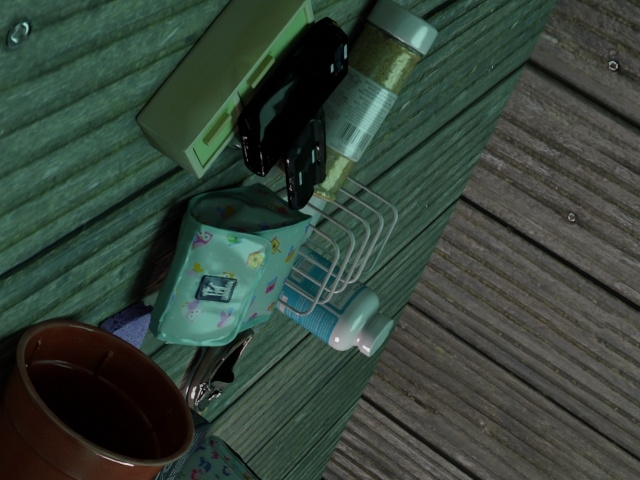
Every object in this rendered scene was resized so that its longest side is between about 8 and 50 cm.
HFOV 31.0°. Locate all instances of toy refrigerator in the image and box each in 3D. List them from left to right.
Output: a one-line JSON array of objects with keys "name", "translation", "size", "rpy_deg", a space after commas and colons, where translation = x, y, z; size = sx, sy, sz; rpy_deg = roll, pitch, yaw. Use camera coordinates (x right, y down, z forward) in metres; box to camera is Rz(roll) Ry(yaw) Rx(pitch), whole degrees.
[{"name": "toy refrigerator", "translation": [-0.118, -0.222, 1.542], "size": [0.269, 0.094, 0.102], "rpy_deg": [-52, 165, -12]}]

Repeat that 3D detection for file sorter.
[{"name": "file sorter", "translation": [0.000, 0.000, 2.241], "size": [0.278, 0.173, 0.193], "rpy_deg": [-32, 151, -57]}]

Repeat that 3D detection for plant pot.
[{"name": "plant pot", "translation": [-0.361, 0.299, 1.605], "size": [0.265, 0.272, 0.272], "rpy_deg": [-53, 167, 19]}]

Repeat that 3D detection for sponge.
[{"name": "sponge", "translation": [-0.342, 0.201, 1.858], "size": [0.117, 0.031, 0.210], "rpy_deg": [-30, 151, -60]}]

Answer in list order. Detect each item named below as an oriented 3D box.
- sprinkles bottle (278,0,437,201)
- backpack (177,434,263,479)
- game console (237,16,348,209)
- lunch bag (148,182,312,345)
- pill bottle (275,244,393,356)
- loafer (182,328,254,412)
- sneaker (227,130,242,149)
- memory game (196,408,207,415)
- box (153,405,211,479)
[{"name": "sprinkles bottle", "translation": [0.063, -0.245, 2.018], "size": [0.355, 0.121, 0.121], "rpy_deg": [-58, 165, 9]}, {"name": "backpack", "translation": [-0.259, 0.592, 2.590], "size": [0.253, 0.225, 0.191], "rpy_deg": [-44, 161, -7]}, {"name": "game console", "translation": [-0.034, -0.151, 1.694], "size": [0.213, 0.044, 0.361], "rpy_deg": [-52, 162, -21]}, {"name": "lunch bag", "translation": [-0.157, 0.041, 1.856], "size": [0.262, 0.160, 0.223], "rpy_deg": [-20, 139, -59]}, {"name": "pill bottle", "translation": [0.019, 0.131, 2.397], "size": [0.146, 0.264, 0.146], "rpy_deg": [-50, 165, -19]}, {"name": "loafer", "translation": [-0.204, 0.256, 2.301], "size": [0.096, 0.084, 0.267], "rpy_deg": [-37, 154, -51]}, {"name": "sneaker", "translation": [-0.081, -0.201, 1.756], "size": [0.267, 0.101, 0.106], "rpy_deg": [-32, 132, -60]}, {"name": "memory game", "translation": [-0.285, 0.381, 2.462], "size": [0.186, 0.012, 0.186], "rpy_deg": [-50, 165, -19]}, {"name": "box", "translation": [-0.321, 0.390, 2.176], "size": [0.153, 0.108, 0.207], "rpy_deg": [-58, 165, 8]}]
